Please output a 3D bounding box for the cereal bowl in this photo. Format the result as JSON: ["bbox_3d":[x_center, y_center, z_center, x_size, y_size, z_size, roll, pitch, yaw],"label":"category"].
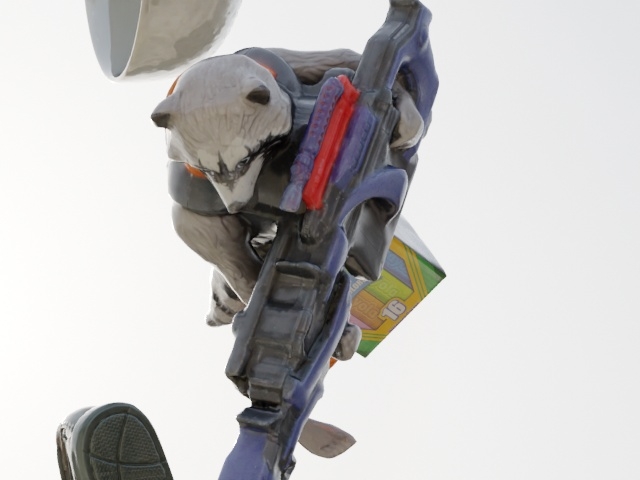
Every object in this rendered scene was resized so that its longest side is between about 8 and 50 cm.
[{"bbox_3d":[-0.139,-0.319,1.316,0.141,0.339,0.339,-2,-38,-20],"label":"cereal bowl"}]

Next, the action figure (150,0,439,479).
[{"bbox_3d":[-0.040,0.017,0.867,0.178,0.341,0.330,13,-30,18],"label":"action figure"}]

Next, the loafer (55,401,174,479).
[{"bbox_3d":[-0.147,0.257,1.079,0.096,0.267,0.084,-15,4,-37],"label":"loafer"}]

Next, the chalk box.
[{"bbox_3d":[0.000,0.000,1.410,0.132,0.132,0.213,-46,-54,11],"label":"chalk box"}]
